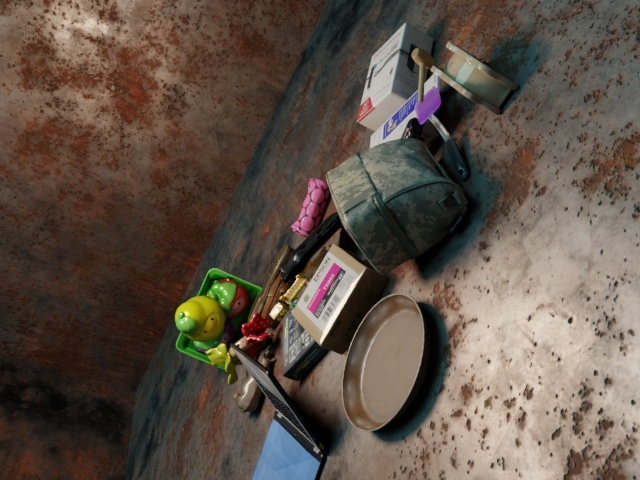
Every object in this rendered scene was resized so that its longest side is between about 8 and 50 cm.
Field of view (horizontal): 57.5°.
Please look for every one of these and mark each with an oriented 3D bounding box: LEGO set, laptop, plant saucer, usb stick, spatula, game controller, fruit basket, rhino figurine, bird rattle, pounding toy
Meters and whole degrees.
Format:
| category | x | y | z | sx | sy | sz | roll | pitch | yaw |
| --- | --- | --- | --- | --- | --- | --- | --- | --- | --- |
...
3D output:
| category | x | y | z | sx | sy | sz | roll | pitch | yaw |
| --- | --- | --- | --- | --- | --- | --- | --- | --- | --- |
| LEGO set | -0.017 | 0.134 | 1.685 | 0.287 | 0.107 | 0.132 | -49 | -8 | -22 |
| laptop | -0.167 | 0.530 | 1.543 | 0.236 | 0.407 | 0.382 | -37 | 14 | -18 |
| plant saucer | 0.148 | 0.269 | 1.288 | 0.310 | 0.050 | 0.310 | -51 | 26 | 37 |
| usb stick | 0.204 | -0.204 | 1.559 | 0.077 | 0.045 | 0.278 | -70 | 1 | -47 |
| spatula | 0.297 | -0.258 | 1.405 | 0.084 | 0.030 | 0.296 | -46 | 49 | 35 |
| game controller | 0.000 | 0.000 | 1.729 | 0.319 | 0.067 | 0.166 | -46 | 6 | -35 |
| fruit basket | -0.408 | 0.306 | 2.268 | 0.392 | 0.283 | 0.391 | -156 | 90 | -84 |
| rhino figurine | -0.213 | 0.459 | 1.938 | 0.243 | 0.073 | 0.106 | -65 | 14 | -16 |
| bird rattle | -0.262 | 0.361 | 2.020 | 0.253 | 0.143 | 0.207 | -48 | -18 | -1 |
| pounding toy | 0.333 | -0.366 | 1.389 | 0.154 | 0.154 | 0.269 | -58 | 42 | 23 |

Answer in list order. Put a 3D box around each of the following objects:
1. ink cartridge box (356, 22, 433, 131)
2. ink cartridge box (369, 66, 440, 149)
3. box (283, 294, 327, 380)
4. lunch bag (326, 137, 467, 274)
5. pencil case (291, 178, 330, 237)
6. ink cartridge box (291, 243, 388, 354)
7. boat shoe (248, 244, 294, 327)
| category | x | y | z | sx | sy | sz | roll | pitch | yaw |
| --- | --- | --- | --- | --- | --- | --- | --- | --- | --- |
| ink cartridge box | 0.229 | -0.491 | 1.788 | 0.197 | 0.114 | 0.272 | -31 | 40 | 58 |
| ink cartridge box | 0.249 | -0.313 | 1.627 | 0.333 | 0.065 | 0.165 | -41 | 33 | 51 |
| box | -0.045 | 0.272 | 1.737 | 0.183 | 0.059 | 0.232 | -51 | 25 | 31 |
| lunch bag | 0.181 | -0.101 | 1.368 | 0.256 | 0.212 | 0.305 | -34 | 29 | 12 |
| pencil case | -0.037 | -0.113 | 2.082 | 0.098 | 0.095 | 0.209 | 15 | 78 | 34 |
| ink cartridge box | 0.046 | 0.150 | 1.537 | 0.234 | 0.088 | 0.193 | -60 | 33 | 3 |
| boat shoe | -0.146 | 0.163 | 2.049 | 0.307 | 0.105 | 0.110 | -63 | 12 | 14 |
